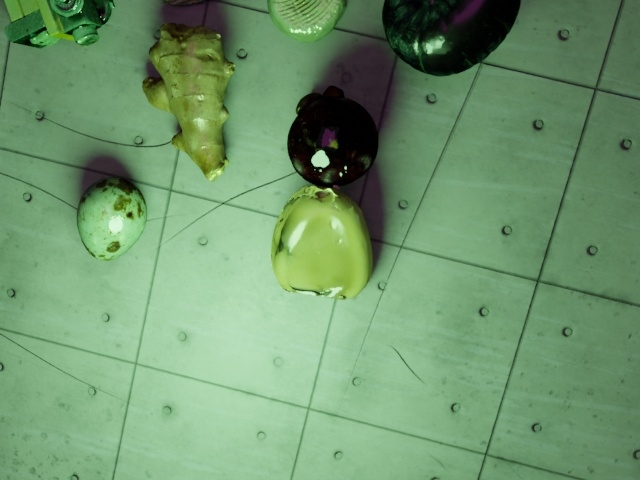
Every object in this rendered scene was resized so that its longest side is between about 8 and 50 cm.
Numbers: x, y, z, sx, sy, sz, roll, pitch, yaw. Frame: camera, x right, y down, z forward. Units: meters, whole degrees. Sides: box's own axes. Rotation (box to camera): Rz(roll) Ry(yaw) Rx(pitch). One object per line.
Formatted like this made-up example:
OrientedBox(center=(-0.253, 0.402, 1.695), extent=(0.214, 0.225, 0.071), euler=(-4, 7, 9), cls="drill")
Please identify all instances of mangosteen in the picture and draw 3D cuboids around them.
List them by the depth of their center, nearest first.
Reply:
OrientedBox(center=(0.018, -0.257, 1.418), extent=(0.228, 0.228, 0.265), euler=(-32, 62, 8), cls="mangosteen")

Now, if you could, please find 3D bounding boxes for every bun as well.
OrientedBox(center=(-0.030, -0.582, 1.412), extent=(0.195, 0.118, 0.195), euler=(2, 104, 7), cls="bun")

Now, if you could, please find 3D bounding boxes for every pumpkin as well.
OrientedBox(center=(0.299, -0.528, 1.338), extent=(0.315, 0.238, 0.315), euler=(0, 90, 29), cls="pumpkin")

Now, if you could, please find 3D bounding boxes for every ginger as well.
OrientedBox(center=(-0.336, -0.340, 1.448), extent=(0.236, 0.166, 0.375), euler=(4, 92, -5), cls="ginger")

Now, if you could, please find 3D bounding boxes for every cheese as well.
OrientedBox(center=(0.000, 0.000, 1.446), extent=(0.259, 0.128, 0.316), euler=(0, 128, 2), cls="cheese")

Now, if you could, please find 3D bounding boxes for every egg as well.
OrientedBox(center=(-0.537, -0.052, 1.499), extent=(0.169, 0.169, 0.231), euler=(23, 110, 1), cls="egg")

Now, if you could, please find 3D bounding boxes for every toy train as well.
OrientedBox(center=(-0.685, -0.658, 1.437), extent=(0.253, 0.160, 0.397), euler=(-17, 97, 15), cls="toy train")

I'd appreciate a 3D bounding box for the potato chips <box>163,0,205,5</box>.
OrientedBox(center=(-0.339, -0.637, 1.472), extent=(0.207, 0.028, 0.092), euler=(-15, 95, 4), cls="potato chips")
